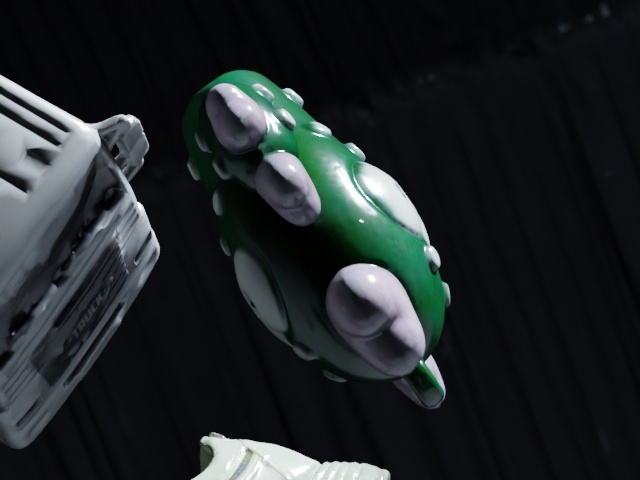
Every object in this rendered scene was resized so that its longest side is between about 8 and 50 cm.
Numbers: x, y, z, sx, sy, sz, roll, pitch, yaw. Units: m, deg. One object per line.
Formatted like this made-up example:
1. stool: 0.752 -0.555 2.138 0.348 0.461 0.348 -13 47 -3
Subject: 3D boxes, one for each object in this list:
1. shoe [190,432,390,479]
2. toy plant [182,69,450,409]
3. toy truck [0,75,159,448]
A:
1. shoe: -0.094 0.301 1.566 0.210 0.132 0.342 19 45 17
2. toy plant: 0.002 0.003 1.066 0.112 0.243 0.232 -35 -3 1
3. toy truck: -0.171 -0.039 0.549 0.101 0.242 0.125 -57 -13 -19
